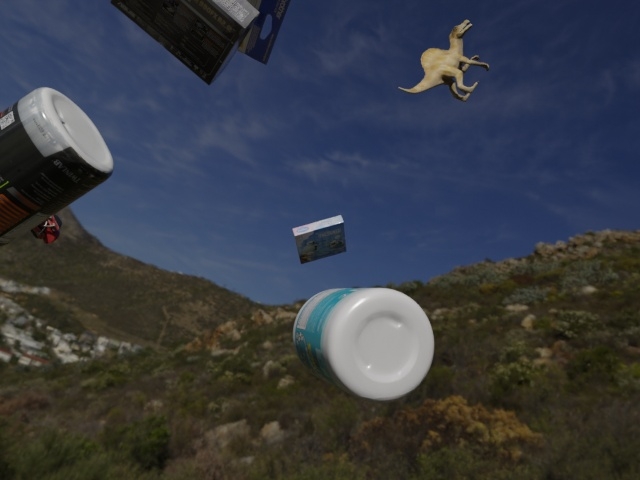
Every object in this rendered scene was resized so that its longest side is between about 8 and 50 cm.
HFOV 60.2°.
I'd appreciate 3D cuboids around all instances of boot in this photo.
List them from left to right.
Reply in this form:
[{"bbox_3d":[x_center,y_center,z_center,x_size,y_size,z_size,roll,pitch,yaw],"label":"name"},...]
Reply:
[{"bbox_3d":[-0.585,-0.082,1.105,0.176,0.088,0.244,61,-16,-1],"label":"boot"}]

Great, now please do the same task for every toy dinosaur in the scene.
[{"bbox_3d":[0.182,-0.241,0.803,0.093,0.183,0.053,36,-24,5],"label":"toy dinosaur"}]

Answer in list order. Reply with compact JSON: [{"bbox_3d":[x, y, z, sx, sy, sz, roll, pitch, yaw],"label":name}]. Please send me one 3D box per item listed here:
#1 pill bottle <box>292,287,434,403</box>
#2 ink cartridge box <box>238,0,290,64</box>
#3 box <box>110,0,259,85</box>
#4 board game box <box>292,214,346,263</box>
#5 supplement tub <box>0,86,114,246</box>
[{"bbox_3d":[0.045,0.143,0.808,0.146,0.146,0.264,24,-11,-12],"label":"pill bottle"},{"bbox_3d":[-0.208,-0.491,1.063,0.311,0.065,0.186,30,-34,-5],"label":"ink cartridge box"},{"bbox_3d":[-0.244,-0.411,0.974,0.231,0.056,0.183,38,-34,-13],"label":"box"},{"bbox_3d":[0.000,0.000,1.003,0.090,0.020,0.090,-16,-38,-5],"label":"board game box"},{"bbox_3d":[-0.337,-0.070,0.602,0.117,0.190,0.117,58,4,-7],"label":"supplement tub"}]
